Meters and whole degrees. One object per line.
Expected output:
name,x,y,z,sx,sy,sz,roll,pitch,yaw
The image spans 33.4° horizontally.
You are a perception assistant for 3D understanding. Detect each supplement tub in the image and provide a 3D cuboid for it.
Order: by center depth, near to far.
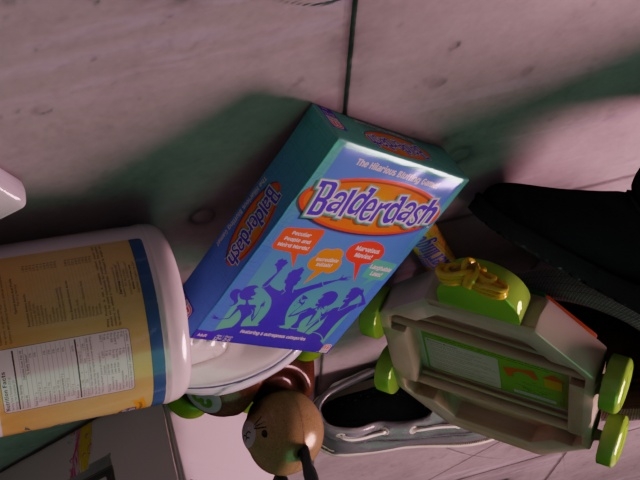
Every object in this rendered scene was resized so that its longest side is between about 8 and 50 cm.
supplement tub,-0.210,0.070,0.816,0.200,0.144,0.144,-9,151,-17

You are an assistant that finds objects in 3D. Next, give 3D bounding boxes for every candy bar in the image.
candy bar,0.108,0.008,1.037,0.040,0.018,0.161,-24,151,10

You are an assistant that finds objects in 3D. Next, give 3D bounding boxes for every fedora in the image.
fedora,0.281,0.077,1.109,0.244,0.124,0.275,36,151,-11

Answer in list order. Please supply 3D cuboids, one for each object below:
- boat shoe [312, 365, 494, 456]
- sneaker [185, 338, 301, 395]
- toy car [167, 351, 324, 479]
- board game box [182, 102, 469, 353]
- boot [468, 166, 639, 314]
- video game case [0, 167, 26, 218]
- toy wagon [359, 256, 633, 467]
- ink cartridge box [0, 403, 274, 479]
boat shoe,0.139,0.188,1.284,0.320,0.116,0.099,-12,156,-1
sneaker,-0.131,0.090,0.957,0.258,0.094,0.091,-9,155,-17
toy car,-0.056,0.186,1.076,0.149,0.188,0.155,1,146,-34
board game box,0.000,0.000,0.868,0.160,0.047,0.210,12,124,-44
boot,0.281,-0.052,0.931,0.207,0.247,0.094,-62,157,6
video game case,-0.346,-0.021,0.695,0.227,0.026,0.206,-25,152,12
toy wagon,0.173,0.109,1.057,0.267,0.068,0.344,16,149,23
ink cartridge box,-0.200,0.318,1.220,0.270,0.197,0.198,-30,150,22
